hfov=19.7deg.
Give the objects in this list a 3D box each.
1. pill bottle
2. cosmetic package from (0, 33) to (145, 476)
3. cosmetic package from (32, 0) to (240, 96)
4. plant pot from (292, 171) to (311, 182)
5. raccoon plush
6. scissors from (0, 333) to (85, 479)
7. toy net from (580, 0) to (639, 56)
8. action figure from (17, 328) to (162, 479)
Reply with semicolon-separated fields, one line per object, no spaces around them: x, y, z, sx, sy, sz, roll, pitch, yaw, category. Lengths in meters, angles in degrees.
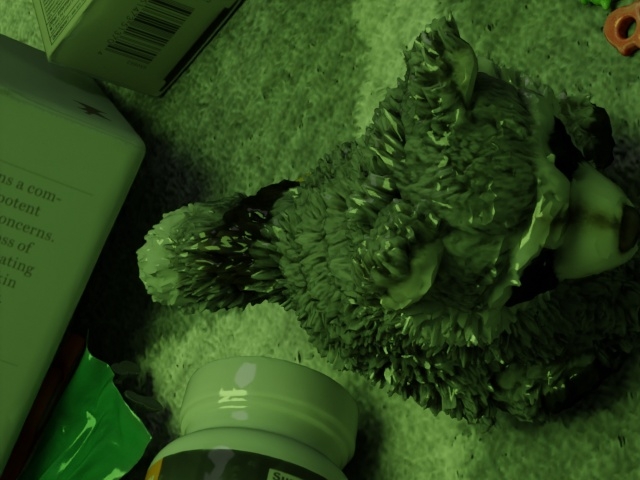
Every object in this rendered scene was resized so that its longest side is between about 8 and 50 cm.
-0.058;0.232;1.294;0.162;0.162;0.278;-26;42;42;pill bottle
-0.402;-0.006;1.642;0.394;0.329;0.327;-64;22;9;cosmetic package
-0.191;-0.297;1.716;0.153;0.129;0.296;-45;46;31;cosmetic package
0.000;0.000;1.415;0.083;0.081;0.082;-14;65;57;plant pot
0.002;0.009;1.164;0.446;0.299;0.216;-14;70;28;raccoon plush
-0.283;0.219;1.688;0.109;0.021;0.297;-70;5;-67;scissors
0.241;-0.155;1.209;0.122;0.045;0.232;-53;42;22;toy net
-0.221;0.210;1.609;0.232;0.063;0.137;-55;43;22;action figure
